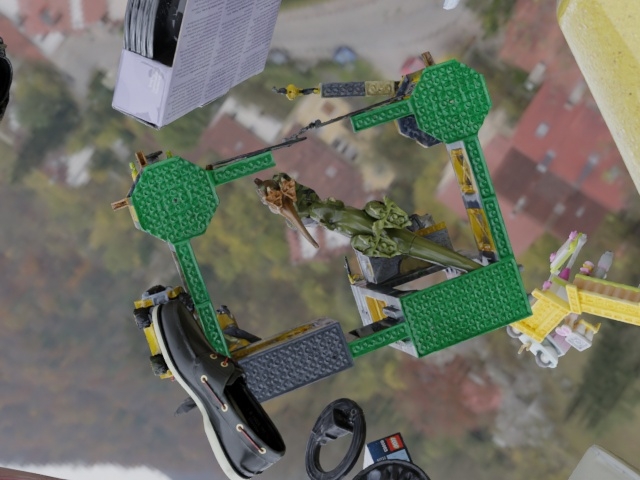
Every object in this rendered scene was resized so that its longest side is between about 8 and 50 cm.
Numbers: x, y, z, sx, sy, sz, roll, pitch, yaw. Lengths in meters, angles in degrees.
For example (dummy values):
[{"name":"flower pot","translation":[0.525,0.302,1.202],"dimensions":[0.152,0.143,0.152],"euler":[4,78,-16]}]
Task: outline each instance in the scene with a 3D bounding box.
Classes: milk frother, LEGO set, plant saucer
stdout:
[{"name":"milk frother","translation":[0.062,0.205,1.083],"dimensions":[0.129,0.143,0.135],"euler":[-13,147,27]},{"name":"LEGO set","translation":[0.315,0.053,1.534],"dimensions":[0.132,0.107,0.287],"euler":[42,149,-18]},{"name":"LEGO set","translation":[0.000,0.000,1.098],"dimensions":[0.255,0.331,0.192],"euler":[63,170,-7]},{"name":"plant saucer","translation":[0.257,-0.107,1.017],"dimensions":[0.333,0.081,0.333],"euler":[60,-160,-16]}]

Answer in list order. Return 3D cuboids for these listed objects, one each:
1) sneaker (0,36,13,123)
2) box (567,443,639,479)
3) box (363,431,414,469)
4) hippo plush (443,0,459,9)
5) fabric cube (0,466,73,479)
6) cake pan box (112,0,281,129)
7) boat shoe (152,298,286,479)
[{"name":"sneaker","translation":[-0.404,-0.196,1.475],"dimensions":[0.296,0.146,0.105],"euler":[-111,17,-46]},{"name":"box","translation":[0.268,0.241,0.871],"dimensions":[0.275,0.094,0.113],"euler":[32,-178,-22]},{"name":"box","translation":[0.097,0.337,1.611],"dimensions":[0.233,0.044,0.159],"euler":[91,158,-63]},{"name":"hippo plush","translation":[0.159,-0.403,1.410],"dimensions":[0.236,0.234,0.294],"euler":[17,169,-33]},{"name":"fabric cube","translation":[-0.373,0.309,1.153],"dimensions":[0.254,0.259,0.258],"euler":[0,173,42]},{"name":"cake pan box","translation":[-0.113,-0.266,1.469],"dimensions":[0.070,0.246,0.267],"euler":[22,-151,15]},{"name":"boat shoe","translation":[-0.068,0.095,0.926],"dimensions":[0.133,0.042,0.049],"euler":[60,-160,11]}]
